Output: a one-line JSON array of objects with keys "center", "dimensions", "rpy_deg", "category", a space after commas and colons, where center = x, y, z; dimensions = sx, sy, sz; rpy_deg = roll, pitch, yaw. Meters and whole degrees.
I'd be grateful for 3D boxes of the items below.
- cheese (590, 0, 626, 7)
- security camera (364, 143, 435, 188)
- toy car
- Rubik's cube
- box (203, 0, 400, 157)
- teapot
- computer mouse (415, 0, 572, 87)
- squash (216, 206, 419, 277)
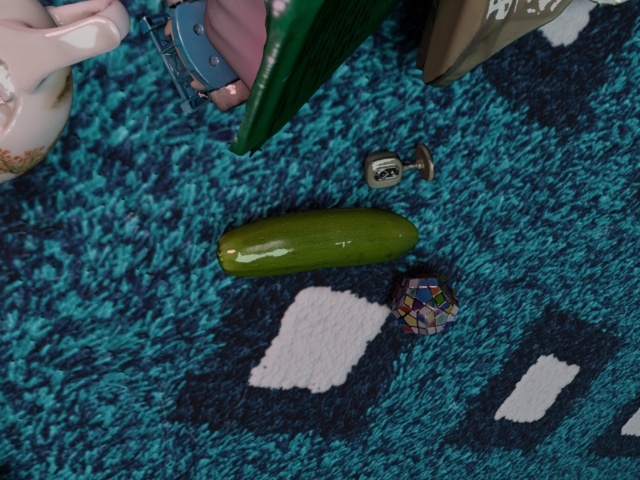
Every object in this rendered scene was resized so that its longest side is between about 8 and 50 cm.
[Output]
[{"center": [0.345, -0.386, 0.651], "dimensions": [0.320, 0.083, 0.204], "rpy_deg": [-21, 123, -2], "category": "cheese"}, {"center": [0.106, -0.098, 0.726], "dimensions": [0.092, 0.058, 0.058], "rpy_deg": [-16, 125, -9], "category": "security camera"}, {"center": [-0.090, -0.211, 0.538], "dimensions": [0.161, 0.098, 0.126], "rpy_deg": [-41, 116, -34], "category": "toy car"}, {"center": [0.168, 0.100, 0.849], "dimensions": [0.093, 0.111, 0.111], "rpy_deg": [22, 109, -7], "category": "Rubik's cube"}, {"center": [0.017, -0.249, 0.438], "dimensions": [0.106, 0.264, 0.337], "rpy_deg": [38, 62, -3], "category": "box"}, {"center": [-0.301, -0.137, 0.423], "dimensions": [0.298, 0.139, 0.204], "rpy_deg": [-30, 127, -8], "category": "teapot"}, {"center": [0.224, -0.346, 0.506], "dimensions": [0.145, 0.228, 0.429], "rpy_deg": [33, 118, -14], "category": "computer mouse"}, {"center": [0.000, -0.001, 0.704], "dimensions": [0.292, 0.082, 0.082], "rpy_deg": [-6, 121, -23], "category": "squash"}]
